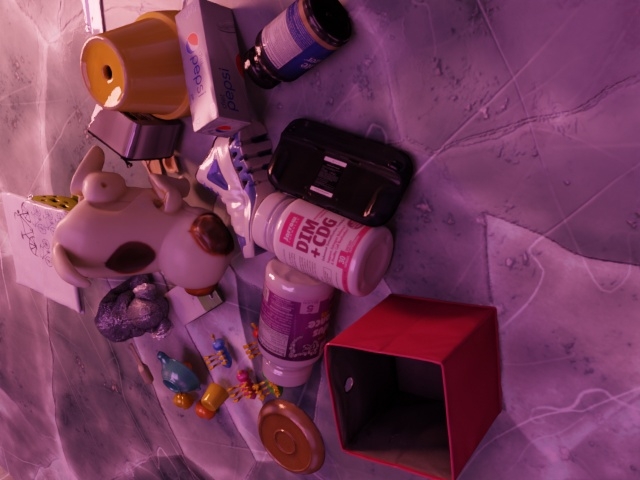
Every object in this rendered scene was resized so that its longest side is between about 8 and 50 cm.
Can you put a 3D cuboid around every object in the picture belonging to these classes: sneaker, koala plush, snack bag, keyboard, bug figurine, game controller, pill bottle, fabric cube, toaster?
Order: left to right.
[{"bbox_3d":[-0.812,0.027,1.757,0.342,0.037,0.323,17,118,31],"label":"snack bag"},{"bbox_3d":[-0.611,-0.676,1.609,0.072,0.014,0.256,14,116,27],"label":"keyboard"},{"bbox_3d":[-0.464,-0.277,1.538,0.185,0.168,0.110,36,117,22],"label":"toaster"},{"bbox_3d":[-0.521,0.209,1.767,0.221,0.203,0.196,-7,104,41],"label":"koala plush"},{"bbox_3d":[-0.196,-0.121,1.459,0.182,0.127,0.316,-1,101,41],"label":"sneaker"},{"bbox_3d":[-0.195,0.338,1.664,0.279,0.072,0.216,-22,92,42],"label":"bug figurine"},{"bbox_3d":[-0.054,-0.399,1.228,0.219,0.123,0.123,-24,93,41],"label":"pill bottle"},{"bbox_3d":[-0.062,0.193,1.442,0.169,0.169,0.302,25,122,27],"label":"pill bottle"},{"bbox_3d":[0.000,0.000,1.322,0.283,0.160,0.160,22,120,29],"label":"pill bottle"},{"bbox_3d":[0.031,-0.147,1.272,0.319,0.067,0.166,24,95,28],"label":"game controller"},{"bbox_3d":[0.195,0.280,1.227,0.259,0.258,0.254,3,111,36],"label":"fabric cube"}]

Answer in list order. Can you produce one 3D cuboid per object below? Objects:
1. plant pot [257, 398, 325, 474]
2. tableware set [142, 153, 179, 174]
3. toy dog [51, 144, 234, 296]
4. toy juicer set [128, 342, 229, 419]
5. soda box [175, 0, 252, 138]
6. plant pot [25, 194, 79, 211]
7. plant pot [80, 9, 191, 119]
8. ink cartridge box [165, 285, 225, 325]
[{"bbox_3d":[-0.092,0.559,1.703,0.236,0.032,0.236,15,117,31],"label":"plant pot"},{"bbox_3d":[-0.440,-0.242,1.648,0.168,0.020,0.141,-5,105,38],"label":"tableware set"},{"bbox_3d":[-0.414,-0.019,1.501,0.407,0.395,0.285,14,117,-8],"label":"toy dog"},{"bbox_3d":[-0.433,0.426,1.858,0.329,0.089,0.209,31,143,6],"label":"toy juicer set"},{"bbox_3d":[-0.235,-0.377,1.335,0.091,0.098,0.286,-21,75,40],"label":"soda box"},{"bbox_3d":[-0.769,-0.012,1.867,0.228,0.207,0.227,32,124,23],"label":"plant pot"},{"bbox_3d":[-0.409,-0.401,1.418,0.254,0.239,0.254,14,116,31],"label":"plant pot"},{"bbox_3d":[-0.340,0.152,1.704,0.209,0.062,0.109,-32,87,40],"label":"ink cartridge box"}]
